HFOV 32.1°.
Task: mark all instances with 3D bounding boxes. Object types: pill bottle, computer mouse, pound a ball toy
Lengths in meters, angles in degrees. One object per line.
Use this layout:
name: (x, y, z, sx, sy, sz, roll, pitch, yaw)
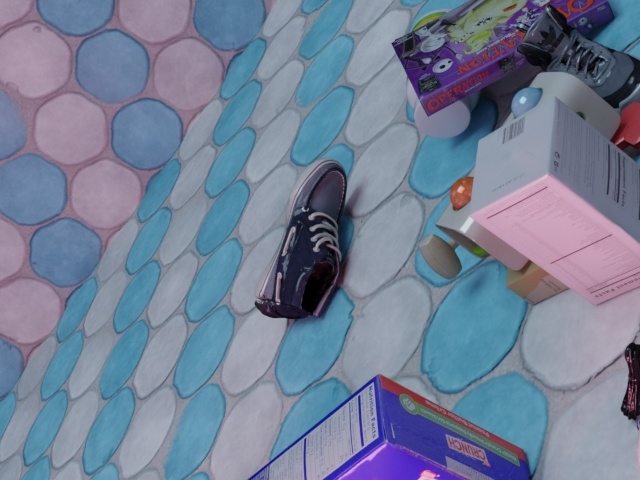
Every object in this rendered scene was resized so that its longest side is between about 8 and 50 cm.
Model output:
pill bottle: (0.228, -0.306, 2.062, 0.136, 0.136, 0.246, -37, 31, 37)
computer mouse: (0.369, 0.215, 1.246, 0.193, 0.042, 0.106, -95, 2, -50)
pound a ball toy: (0.262, -0.092, 1.637, 0.319, 0.135, 0.208, -54, 17, -3)

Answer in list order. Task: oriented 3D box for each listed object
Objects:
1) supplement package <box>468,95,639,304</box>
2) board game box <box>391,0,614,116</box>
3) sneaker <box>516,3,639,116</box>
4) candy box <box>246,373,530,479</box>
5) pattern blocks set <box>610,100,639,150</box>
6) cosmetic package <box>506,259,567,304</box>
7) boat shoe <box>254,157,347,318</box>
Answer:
supplement package: (0.329, -0.046, 1.437, 0.139, 0.244, 0.134, -30, 37, 44)
board game box: (0.305, -0.360, 1.919, 0.346, 0.056, 0.208, -28, 43, 8)
sneaker: (0.392, -0.278, 1.707, 0.101, 0.153, 0.268, -55, 25, 5)
candy box: (0.070, 0.342, 1.421, 0.317, 0.268, 0.122, -42, 32, 28)
pattern blocks set: (0.541, -0.209, 1.474, 0.325, 0.026, 0.285, -51, 31, 9)
cosmetic package: (0.323, 0.042, 1.567, 0.115, 0.060, 0.041, -35, 31, 43)
boat shoe: (0.000, 0.000, 2.160, 0.158, 0.127, 0.341, 7, 74, 56)
